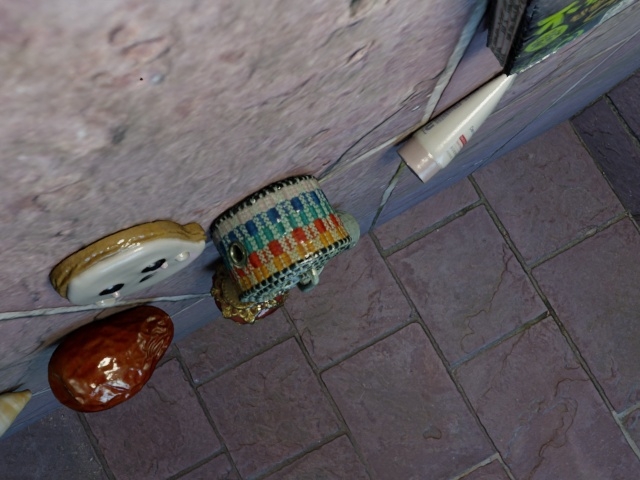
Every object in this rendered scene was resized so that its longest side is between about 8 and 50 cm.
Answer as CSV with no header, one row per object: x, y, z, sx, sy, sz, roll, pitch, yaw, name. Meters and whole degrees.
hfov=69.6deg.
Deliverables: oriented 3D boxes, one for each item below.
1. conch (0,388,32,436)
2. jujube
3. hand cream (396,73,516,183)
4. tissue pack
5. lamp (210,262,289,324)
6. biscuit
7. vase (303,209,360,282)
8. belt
-0.790,0.445,1.073,0.158,0.127,0.255,-33,174,28,conch
-0.415,0.229,0.942,0.190,0.190,0.255,-33,-170,32,jujube
0.256,-0.213,0.834,0.248,0.083,0.133,-41,174,13,hand cream
0.243,-0.249,0.416,0.173,0.073,0.235,-31,174,16,tissue pack
-0.162,0.109,1.100,0.177,0.177,0.274,-29,176,-2,lamp
-0.247,0.035,0.608,0.180,0.049,0.208,-31,176,5,biscuit
0.000,0.000,1.086,0.143,0.143,0.299,-32,176,24,vase
-0.066,0.019,0.781,0.206,0.161,0.295,-27,173,-22,belt
